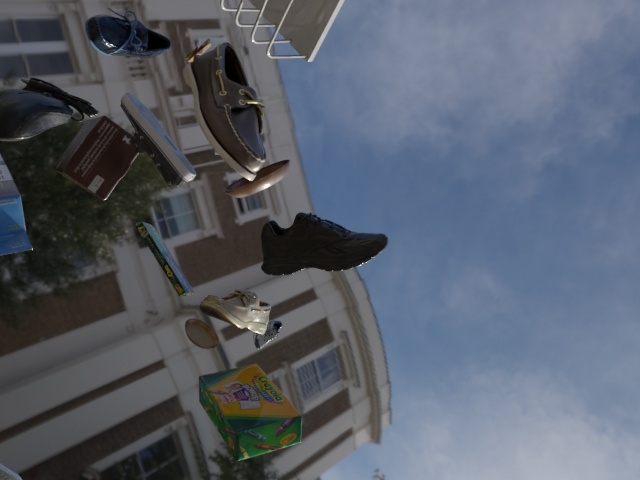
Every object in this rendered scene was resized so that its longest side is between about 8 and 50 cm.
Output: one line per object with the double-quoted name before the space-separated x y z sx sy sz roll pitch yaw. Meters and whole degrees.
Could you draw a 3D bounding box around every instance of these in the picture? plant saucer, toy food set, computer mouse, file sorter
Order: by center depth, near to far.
"plant saucer" -0.250 0.198 1.293 0.083 0.083 0.015 48 -70 22
"computer mouse" -0.615 -0.288 1.310 0.188 0.272 0.072 22 -59 5
"file sorter" -0.117 -0.592 1.494 0.278 0.173 0.193 50 -49 18
"toy food set" -0.326 -0.508 1.663 0.083 0.082 0.020 -35 -71 16
"plant saucer" -0.165 -0.161 1.669 0.198 0.198 0.036 -8 -67 47

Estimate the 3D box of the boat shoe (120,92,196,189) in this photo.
"boat shoe" -0.368 -0.210 1.352 0.076 0.080 0.228 -36 -76 9

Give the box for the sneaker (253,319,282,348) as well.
"sneaker" -0.160 0.286 1.919 0.058 0.135 0.052 -13 -68 28

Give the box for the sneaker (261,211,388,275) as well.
"sneaker" 0.000 0.000 1.319 0.286 0.109 0.130 -6 -81 13

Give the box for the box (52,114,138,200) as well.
"box" -0.647 -0.239 1.784 0.143 0.191 0.381 38 -10 -28

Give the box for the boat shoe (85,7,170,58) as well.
"boat shoe" -0.438 -0.480 1.435 0.089 0.258 0.109 -6 -77 17

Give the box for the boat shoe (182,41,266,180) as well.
"boat shoe" -0.153 -0.234 1.075 0.096 0.116 0.324 -37 -133 13

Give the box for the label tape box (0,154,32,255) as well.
"label tape box" -0.941 -0.102 1.660 0.334 0.240 0.106 50 -44 30

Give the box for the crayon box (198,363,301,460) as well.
"crayon box" -0.180 0.415 1.535 0.278 0.165 0.081 30 -57 56

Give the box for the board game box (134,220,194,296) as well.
"board game box" -0.483 0.060 1.936 0.260 0.030 0.136 57 0 4

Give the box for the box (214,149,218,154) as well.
"box" -0.212 -0.283 1.599 0.063 0.324 0.067 2 -71 1

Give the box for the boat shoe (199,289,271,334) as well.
"boat shoe" -0.211 0.171 1.603 0.109 0.302 0.098 18 -100 24

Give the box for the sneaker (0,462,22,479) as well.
"sneaker" -0.698 0.439 1.231 0.282 0.102 0.161 36 -9 -13
